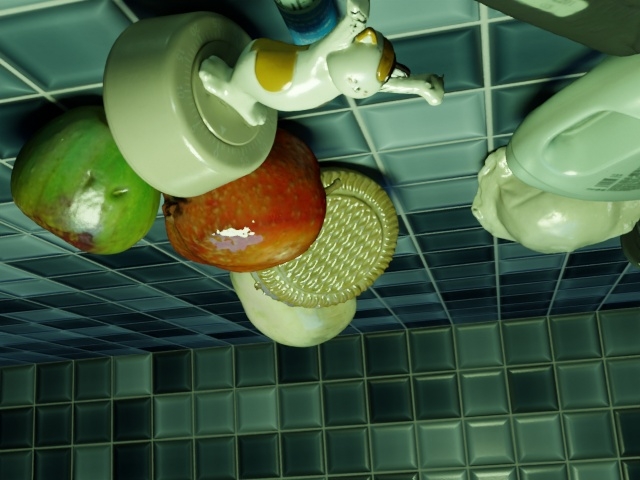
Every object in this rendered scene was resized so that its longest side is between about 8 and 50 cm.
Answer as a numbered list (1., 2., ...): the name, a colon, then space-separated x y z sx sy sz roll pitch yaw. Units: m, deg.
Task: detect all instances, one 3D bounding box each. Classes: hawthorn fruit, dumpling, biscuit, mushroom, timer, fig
1. hawthorn fruit: -0.079 -0.056 1.054 0.253 0.205 0.205 -2 166 -27
2. dumpling: 0.353 -0.076 1.191 0.258 0.147 0.193 3 128 17
3. biscuit: 0.000 0.000 1.262 0.259 0.259 0.079 2 -153 -20
4. mushroom: -0.033 0.058 1.469 0.234 0.254 0.260 -43 168 -33
5. timer: -0.040 -0.142 0.710 0.266 0.175 0.175 -7 166 35
6. fig: -0.280 -0.077 0.978 0.181 0.181 0.191 8 132 -38

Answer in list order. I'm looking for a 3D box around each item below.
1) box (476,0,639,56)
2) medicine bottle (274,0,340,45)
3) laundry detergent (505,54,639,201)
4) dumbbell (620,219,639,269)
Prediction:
1. box: 0.264 -0.254 0.574 0.359 0.091 0.350 9 161 -33
2. medicine bottle: -0.017 -0.219 0.714 0.051 0.051 0.191 -7 166 11
3. laundry detergent: 0.394 -0.163 0.893 0.264 0.124 0.398 0 164 -11
4. dumbbell: 0.621 -0.021 1.435 0.143 0.143 0.325 -6 165 10
